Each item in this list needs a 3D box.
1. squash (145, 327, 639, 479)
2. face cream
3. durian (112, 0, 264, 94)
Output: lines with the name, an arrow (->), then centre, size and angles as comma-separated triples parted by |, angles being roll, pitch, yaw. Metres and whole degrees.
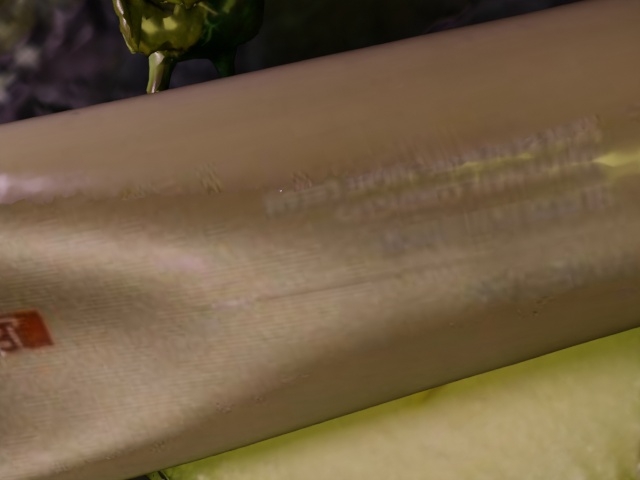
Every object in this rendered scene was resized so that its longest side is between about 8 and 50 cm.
squash -> 0.041, 0.048, 0.511 | 0.192, 0.184, 0.085 | -32, 146, 1
face cream -> 0.000, 0.000, 0.442 | 0.341, 0.084, 0.137 | -14, 116, 10
durian -> -0.040, -0.180, 0.425 | 0.106, 0.132, 0.375 | -4, 119, -33
